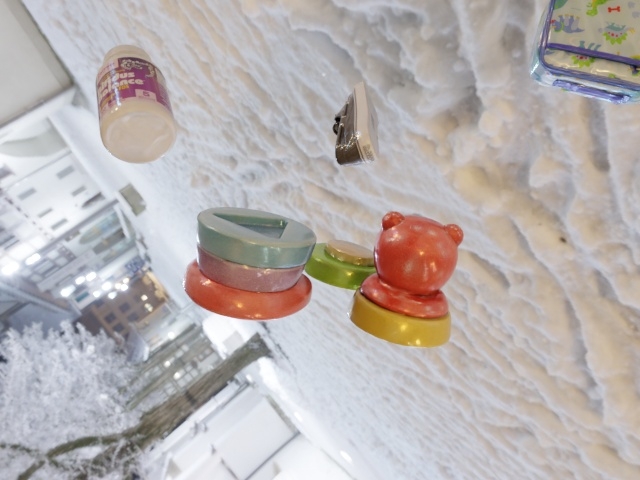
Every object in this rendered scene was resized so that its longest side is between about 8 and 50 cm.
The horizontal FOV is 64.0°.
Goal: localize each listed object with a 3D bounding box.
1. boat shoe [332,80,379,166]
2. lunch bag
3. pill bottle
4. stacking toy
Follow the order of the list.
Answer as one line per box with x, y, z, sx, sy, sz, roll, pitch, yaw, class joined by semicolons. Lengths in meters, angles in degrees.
0.056;-0.198;0.880;0.228;0.076;0.080;-88;-25;-46;boat shoe
0.485;-0.334;0.881;0.219;0.176;0.090;17;174;8;lunch bag
-0.453;-0.342;1.241;0.169;0.169;0.301;78;171;-53;pill bottle
0.000;0.000;0.634;0.279;0.309;0.130;-114;35;-72;stacking toy
